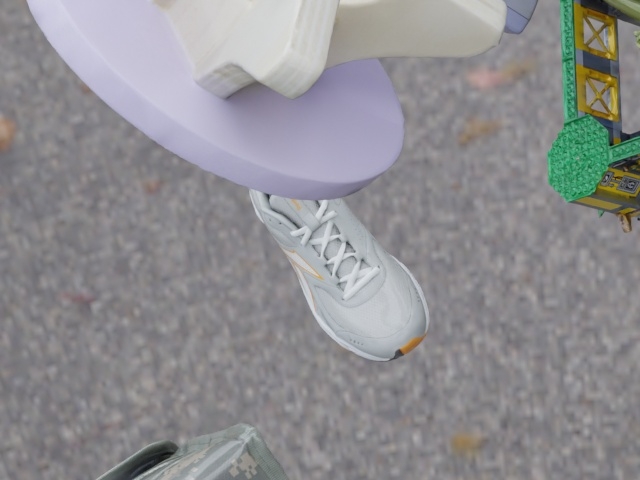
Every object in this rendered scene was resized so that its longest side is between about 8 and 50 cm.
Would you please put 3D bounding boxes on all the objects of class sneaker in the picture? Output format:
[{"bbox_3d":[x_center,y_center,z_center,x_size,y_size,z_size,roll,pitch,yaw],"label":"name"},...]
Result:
[{"bbox_3d":[0.000,0.000,1.772,0.099,0.121,0.262,-39,63,0],"label":"sneaker"}]

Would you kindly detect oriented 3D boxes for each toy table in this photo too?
[{"bbox_3d":[-0.028,-0.154,1.174,0.274,0.161,0.252,19,52,-28],"label":"toy table"}]

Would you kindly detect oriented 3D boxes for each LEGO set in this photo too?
[{"bbox_3d":[0.319,-0.136,1.329,0.192,0.331,0.255,12,61,-36],"label":"LEGO set"}]

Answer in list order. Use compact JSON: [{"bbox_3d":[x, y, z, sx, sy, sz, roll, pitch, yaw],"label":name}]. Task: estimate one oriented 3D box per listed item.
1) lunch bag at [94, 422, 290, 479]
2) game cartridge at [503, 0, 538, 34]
[{"bbox_3d":[-0.141,0.264,1.395,0.235,0.169,0.287,-36,4,-24],"label":"lunch bag"},{"bbox_3d":[0.025,-0.308,1.890,0.068,0.355,0.230,-60,22,3],"label":"game cartridge"}]
